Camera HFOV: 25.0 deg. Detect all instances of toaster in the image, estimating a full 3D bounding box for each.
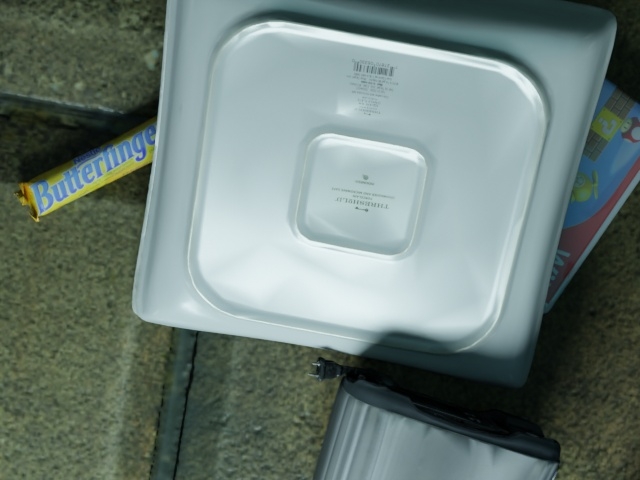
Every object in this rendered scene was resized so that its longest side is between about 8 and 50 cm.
[{"bbox_3d":[0.080,0.200,1.215,0.227,0.129,0.146,18,91,-7],"label":"toaster"}]

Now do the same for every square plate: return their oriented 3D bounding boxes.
[{"bbox_3d":[0.031,-0.046,1.158,0.347,0.049,0.344,10,117,1],"label":"square plate"}]

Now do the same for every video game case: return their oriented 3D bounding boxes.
[{"bbox_3d":[0.139,-0.098,1.266,0.285,0.025,0.204,35,87,-6],"label":"video game case"}]

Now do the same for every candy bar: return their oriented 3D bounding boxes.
[{"bbox_3d":[-0.184,-0.065,1.238,0.161,0.018,0.040,-27,93,-5],"label":"candy bar"}]
